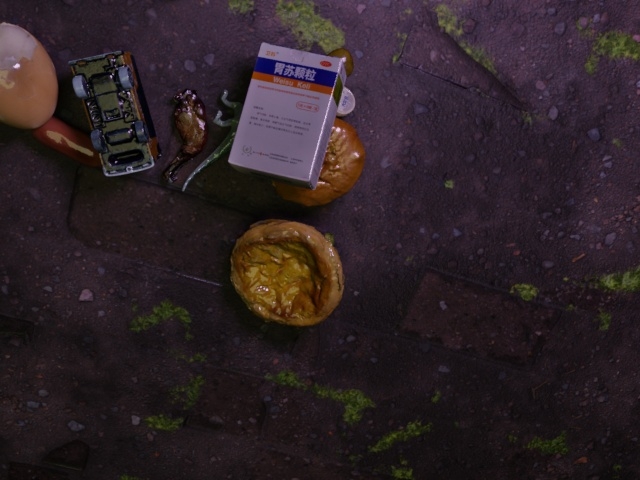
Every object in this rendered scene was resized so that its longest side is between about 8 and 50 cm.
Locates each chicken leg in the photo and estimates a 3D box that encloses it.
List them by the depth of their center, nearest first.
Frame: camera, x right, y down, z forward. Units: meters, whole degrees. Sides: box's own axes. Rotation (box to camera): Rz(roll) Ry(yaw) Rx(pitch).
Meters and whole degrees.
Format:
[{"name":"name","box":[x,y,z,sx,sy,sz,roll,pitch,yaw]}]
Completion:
[{"name":"chicken leg","box":[-0.345,-0.262,1.591,0.106,0.051,0.253,15,110,-6]}]

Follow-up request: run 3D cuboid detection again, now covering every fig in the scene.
[{"name":"fig","box":[0.041,-0.442,1.552,0.088,0.074,0.074,-9,115,23]}]

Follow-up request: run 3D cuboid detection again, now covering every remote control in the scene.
[{"name":"remote control","box":[-0.012,-0.389,1.572,0.221,0.042,0.078,27,70,-15]}]

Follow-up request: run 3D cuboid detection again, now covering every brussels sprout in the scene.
[{"name":"brussels sprout","box":[-0.001,0.000,1.737,0.083,0.051,0.046,5,80,17]}]

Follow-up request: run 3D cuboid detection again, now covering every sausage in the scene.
[{"name":"sausage","box":[-0.627,-0.248,1.552,0.194,0.077,0.077,28,106,-14]}]

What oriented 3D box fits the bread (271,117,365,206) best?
[{"name":"bread","box":[-0.020,-0.211,1.598,0.268,0.146,0.268,-1,112,-2]}]

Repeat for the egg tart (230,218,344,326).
[{"name":"egg tart","box":[-0.089,0.078,1.695,0.341,0.129,0.341,5,120,9]}]

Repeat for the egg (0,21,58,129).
[{"name":"egg","box":[-0.713,-0.373,1.424,0.201,0.201,0.244,-21,122,2]}]

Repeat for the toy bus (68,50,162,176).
[{"name":"toy bus","box":[-0.487,-0.307,1.495,0.138,0.167,0.275,-13,108,-1]}]

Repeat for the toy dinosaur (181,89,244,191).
[{"name":"toy dinosaur","box":[-0.242,-0.297,1.564,0.383,0.076,0.129,-38,109,0]}]

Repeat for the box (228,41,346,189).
[{"name":"box","box":[-0.074,-0.288,1.447,0.200,0.106,0.300,14,86,10]}]
